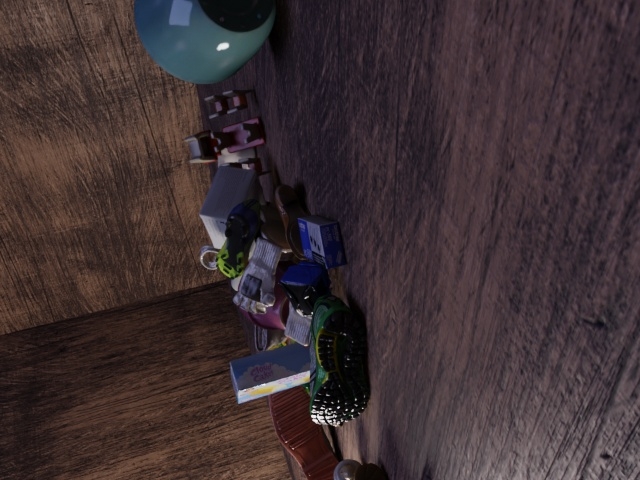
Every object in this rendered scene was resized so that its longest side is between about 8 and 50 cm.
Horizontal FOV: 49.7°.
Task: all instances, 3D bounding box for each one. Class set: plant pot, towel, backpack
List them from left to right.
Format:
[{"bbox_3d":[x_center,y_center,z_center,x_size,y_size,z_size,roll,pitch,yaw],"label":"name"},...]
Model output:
[{"bbox_3d":[-0.230,-0.513,1.515,0.235,0.293,0.292,-3,101,60],"label":"plant pot"},{"bbox_3d":[-0.138,0.176,2.041,0.187,0.049,0.282,-7,-82,-71],"label":"towel"},{"bbox_3d":[-0.097,0.157,1.853,0.180,0.201,0.201,22,126,56],"label":"plant pot"},{"bbox_3d":[-0.019,0.114,1.586,0.098,0.101,0.120,9,133,34],"label":"backpack"}]

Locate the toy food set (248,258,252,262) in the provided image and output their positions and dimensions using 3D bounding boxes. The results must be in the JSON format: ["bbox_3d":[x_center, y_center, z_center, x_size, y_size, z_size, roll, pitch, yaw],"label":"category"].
[{"bbox_3d":[-0.211,0.048,2.454,0.219,0.093,0.305,-124,32,-59],"label":"toy food set"}]

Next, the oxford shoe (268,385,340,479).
[{"bbox_3d":[-0.054,0.588,2.104,0.146,0.141,0.396,169,78,-83],"label":"oxford shoe"}]

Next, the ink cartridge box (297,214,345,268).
[{"bbox_3d":[0.000,0.000,1.553,0.207,0.046,0.097,-155,54,-74],"label":"ink cartridge box"}]

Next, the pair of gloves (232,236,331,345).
[{"bbox_3d":[-0.095,0.128,1.704,0.240,0.042,0.204,32,115,18],"label":"pair of gloves"}]

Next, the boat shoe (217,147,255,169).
[{"bbox_3d":[-0.287,-0.264,2.357,0.158,0.127,0.340,-93,13,-44],"label":"boat shoe"}]

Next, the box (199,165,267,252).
[{"bbox_3d":[-0.247,-0.088,1.997,0.181,0.119,0.181,78,-155,-57],"label":"box"}]

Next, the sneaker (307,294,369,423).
[{"bbox_3d":[0.037,0.275,1.558,0.146,0.134,0.343,-112,22,-58],"label":"sneaker"}]

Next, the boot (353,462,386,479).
[{"bbox_3d":[0.130,0.668,1.582,0.203,0.095,0.261,95,159,-53],"label":"boot"}]

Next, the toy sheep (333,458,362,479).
[{"bbox_3d":[0.077,0.608,1.781,0.132,0.091,0.091,88,164,-59],"label":"toy sheep"}]

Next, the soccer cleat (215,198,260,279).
[{"bbox_3d":[-0.212,0.002,1.865,0.093,0.121,0.289,31,141,8],"label":"soccer cleat"}]

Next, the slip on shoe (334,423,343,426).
[{"bbox_3d":[0.049,0.457,1.838,0.041,0.051,0.135,29,139,15],"label":"slip on shoe"}]

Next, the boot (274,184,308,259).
[{"bbox_3d":[-0.064,-0.049,1.754,0.152,0.073,0.197,170,85,-85],"label":"boot"}]

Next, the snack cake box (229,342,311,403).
[{"bbox_3d":[-0.112,0.357,1.910,0.152,0.265,0.089,105,148,-65],"label":"snack cake box"}]

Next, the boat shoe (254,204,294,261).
[{"bbox_3d":[-0.125,-0.004,1.876,0.324,0.117,0.096,-122,46,-65],"label":"boat shoe"}]

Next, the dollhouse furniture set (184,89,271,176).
[{"bbox_3d":[-0.275,-0.308,2.104,0.259,0.135,0.261,-8,98,35],"label":"dollhouse furniture set"}]

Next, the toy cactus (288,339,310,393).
[{"bbox_3d":[-0.056,0.391,2.114,0.180,0.112,0.218,28,121,60],"label":"toy cactus"}]

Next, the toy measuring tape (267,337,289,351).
[{"bbox_3d":[-0.151,0.251,2.254,0.330,0.122,0.121,-93,-2,-58],"label":"toy measuring tape"}]

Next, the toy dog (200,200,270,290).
[{"bbox_3d":[-0.223,-0.002,2.230,0.220,0.161,0.333,40,130,-2],"label":"toy dog"}]
